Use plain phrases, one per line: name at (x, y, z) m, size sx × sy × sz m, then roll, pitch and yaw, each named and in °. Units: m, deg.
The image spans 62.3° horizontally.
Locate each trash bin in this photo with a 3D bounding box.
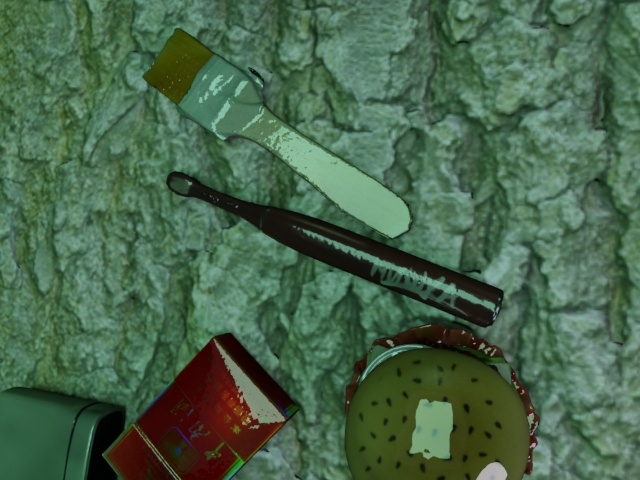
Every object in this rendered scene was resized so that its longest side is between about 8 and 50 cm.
trash bin at (-0.287, 0.226, 0.567) m, size 0.130 × 0.059 × 0.116 m, roll 7°, pitch 86°, yaw 15°

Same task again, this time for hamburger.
hamburger at (0.093, 0.156, 0.441) m, size 0.175 × 0.137 × 0.175 m, roll -2°, pitch 84°, yaw 16°

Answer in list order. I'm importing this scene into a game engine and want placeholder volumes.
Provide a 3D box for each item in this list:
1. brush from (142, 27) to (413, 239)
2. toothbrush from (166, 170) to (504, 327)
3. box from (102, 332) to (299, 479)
brush at (-0.045, -0.107, 0.552) m, size 0.337 × 0.020 × 0.085 m, roll 38°, pitch 95°, yaw 12°
toothbrush at (0.000, 0.000, 0.524) m, size 0.364 × 0.041 × 0.040 m, roll 21°, pitch 91°, yaw 15°
box at (-0.122, 0.193, 0.534) m, size 0.112 × 0.048 × 0.175 m, roll 44°, pitch 97°, yaw 12°
